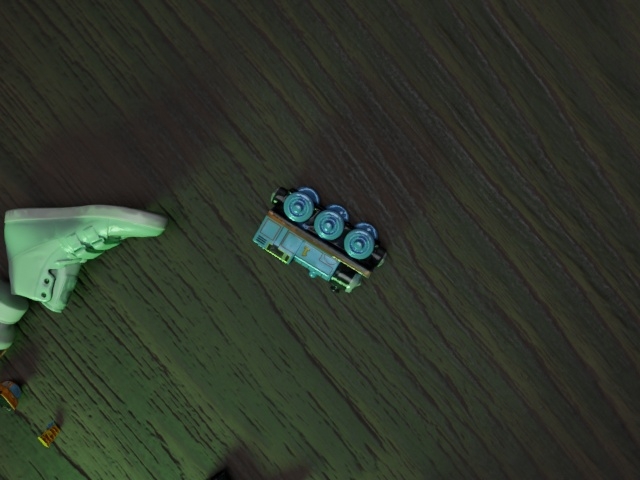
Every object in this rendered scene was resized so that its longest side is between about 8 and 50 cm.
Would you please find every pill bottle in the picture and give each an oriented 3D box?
[{"bbox_3d":[-0.519,0.148,1.134,0.108,0.108,0.193,41,96,3],"label":"pill bottle"}]

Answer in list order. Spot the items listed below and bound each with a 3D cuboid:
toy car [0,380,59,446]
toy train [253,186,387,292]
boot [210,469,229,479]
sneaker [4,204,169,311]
[{"bbox_3d":[-0.450,0.259,1.177,0.122,0.060,0.040,50,52,-14],"label":"toy car"},{"bbox_3d":[0.000,0.000,1.088,0.184,0.080,0.105,32,105,2],"label":"toy train"},{"bbox_3d":[-0.122,0.381,1.133,0.121,0.045,0.099,-38,85,7],"label":"boot"},{"bbox_3d":[-0.334,0.026,1.113,0.255,0.094,0.151,-3,86,16],"label":"sneaker"}]
